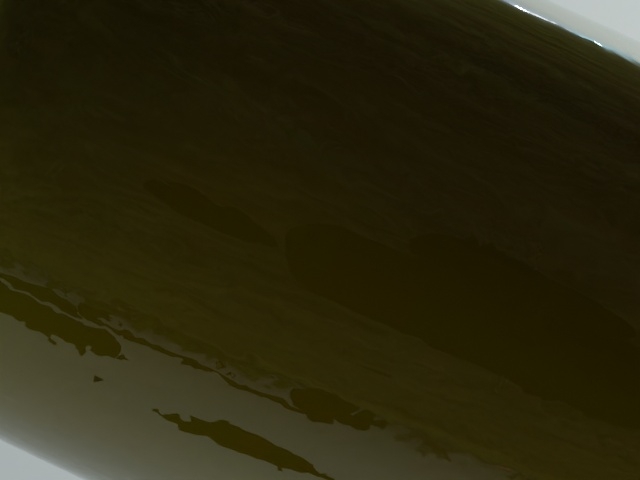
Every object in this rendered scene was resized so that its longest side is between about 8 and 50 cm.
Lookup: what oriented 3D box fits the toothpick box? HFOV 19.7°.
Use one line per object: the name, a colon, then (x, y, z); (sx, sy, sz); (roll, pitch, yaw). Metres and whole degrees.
toothpick box: (0.000, 0.000, 0.495); (0.271, 0.175, 0.175); (24, -130, -24)
